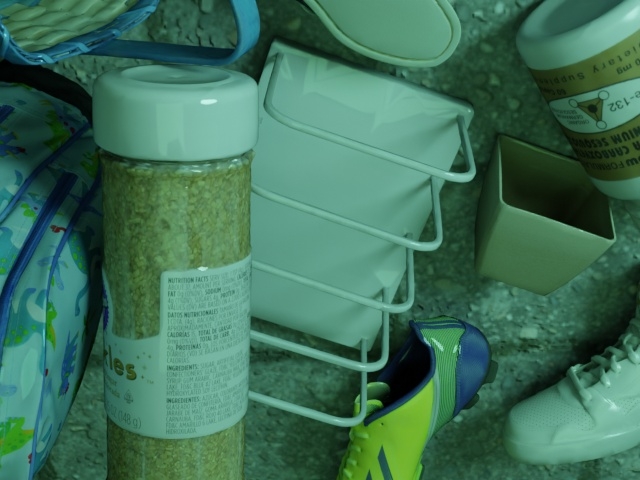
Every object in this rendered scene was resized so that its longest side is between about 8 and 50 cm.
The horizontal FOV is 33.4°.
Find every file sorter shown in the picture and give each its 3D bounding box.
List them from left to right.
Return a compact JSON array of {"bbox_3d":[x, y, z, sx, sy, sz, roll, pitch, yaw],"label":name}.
[{"bbox_3d":[0.000,0.000,0.948,0.192,0.173,0.278,18,117,-6],"label":"file sorter"}]

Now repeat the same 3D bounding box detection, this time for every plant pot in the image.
[{"bbox_3d":[0.192,-0.015,0.974,0.109,0.109,0.096,19,129,-7],"label":"plant pot"}]

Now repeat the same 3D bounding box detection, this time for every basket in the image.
[{"bbox_3d":[-0.189,-0.247,0.784,0.289,0.201,0.255,2,120,32],"label":"basket"}]

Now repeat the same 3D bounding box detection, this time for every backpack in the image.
[{"bbox_3d":[-0.284,0.045,0.858,0.273,0.355,0.290,26,115,9],"label":"backpack"}]

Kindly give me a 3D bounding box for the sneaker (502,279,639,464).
[{"bbox_3d":[0.301,0.102,1.032,0.292,0.108,0.169,-19,114,1],"label":"sneaker"}]

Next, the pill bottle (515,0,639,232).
[{"bbox_3d":[0.273,-0.108,0.901,0.131,0.131,0.229,-29,113,16],"label":"pill bottle"}]

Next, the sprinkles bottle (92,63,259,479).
[{"bbox_3d":[-0.111,0.048,0.827,0.121,0.121,0.355,3,109,1],"label":"sprinkles bottle"}]

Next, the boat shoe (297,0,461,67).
[{"bbox_3d":[0.002,-0.228,0.881,0.254,0.079,0.095,24,118,-7],"label":"boat shoe"}]

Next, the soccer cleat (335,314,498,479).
[{"bbox_3d":[0.063,0.194,1.079,0.121,0.093,0.289,17,113,-32],"label":"soccer cleat"}]
